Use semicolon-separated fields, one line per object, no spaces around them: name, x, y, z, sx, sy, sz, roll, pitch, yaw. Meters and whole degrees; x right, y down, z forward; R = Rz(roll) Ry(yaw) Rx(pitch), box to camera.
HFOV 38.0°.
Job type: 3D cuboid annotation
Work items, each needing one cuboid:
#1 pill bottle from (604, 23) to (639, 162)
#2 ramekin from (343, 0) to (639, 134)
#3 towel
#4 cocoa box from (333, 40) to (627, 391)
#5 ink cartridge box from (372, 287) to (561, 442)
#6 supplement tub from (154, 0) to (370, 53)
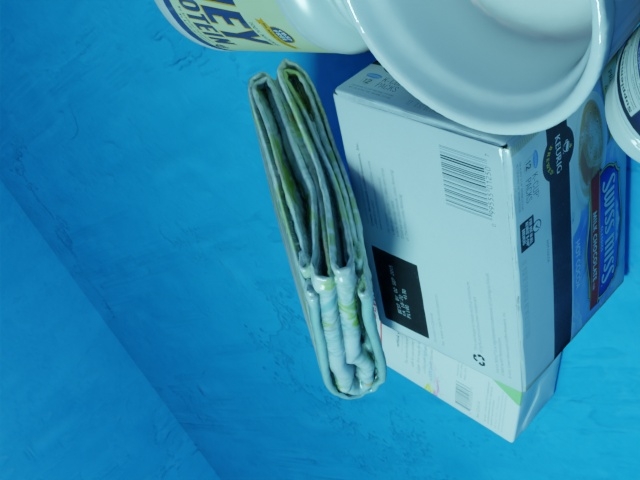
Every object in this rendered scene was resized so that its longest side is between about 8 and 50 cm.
pill bottle;0.340;-0.148;0.783;0.153;0.153;0.265;46;174;6
ramekin;0.152;-0.241;0.796;0.277;0.135;0.277;35;151;23
towel;0.000;0.000;1.179;0.374;0.090;0.320;82;173;-62
cocoa box;0.195;-0.052;1.063;0.231;0.228;0.347;25;141;39
ink cartridge box;0.175;0.118;1.383;0.353;0.119;0.207;29;143;29
supplement tub;-0.021;-0.327;1.034;0.325;0.235;0.235;13;134;45
